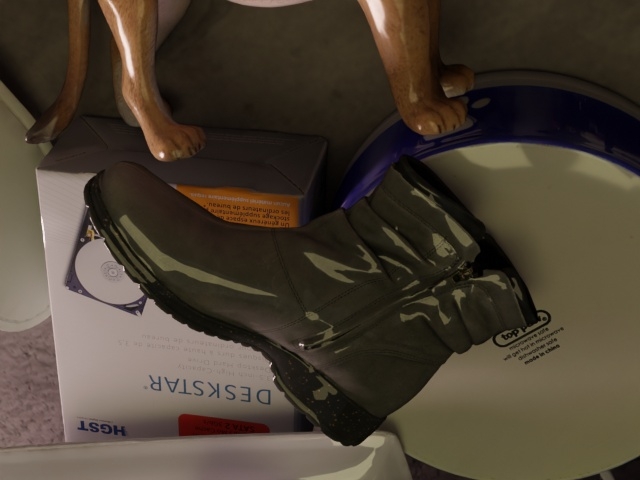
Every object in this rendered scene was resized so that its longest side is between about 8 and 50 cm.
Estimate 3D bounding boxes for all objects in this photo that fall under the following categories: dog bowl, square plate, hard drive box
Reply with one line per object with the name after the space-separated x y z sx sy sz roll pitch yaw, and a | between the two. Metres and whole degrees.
0.129 0.029 0.776 0.265 0.104 0.265 4 120 8 | dog bowl
-0.079 0.263 0.922 0.344 0.049 0.347 -5 138 14 | square plate
-0.091 0.040 0.833 0.181 0.089 0.232 5 121 8 | hard drive box

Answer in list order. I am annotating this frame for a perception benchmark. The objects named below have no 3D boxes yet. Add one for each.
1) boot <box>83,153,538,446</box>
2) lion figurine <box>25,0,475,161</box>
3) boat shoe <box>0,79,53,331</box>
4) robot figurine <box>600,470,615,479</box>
0.000 0.000 0.687 0.246 0.083 0.161 40 112 -19 | boot
-0.033 -0.180 0.669 0.392 0.142 0.240 -7 111 19 | lion figurine
-0.271 -0.078 0.815 0.099 0.116 0.319 23 144 50 | boat shoe
0.275 0.322 0.821 0.200 0.300 0.353 -31 113 -8 | robot figurine
